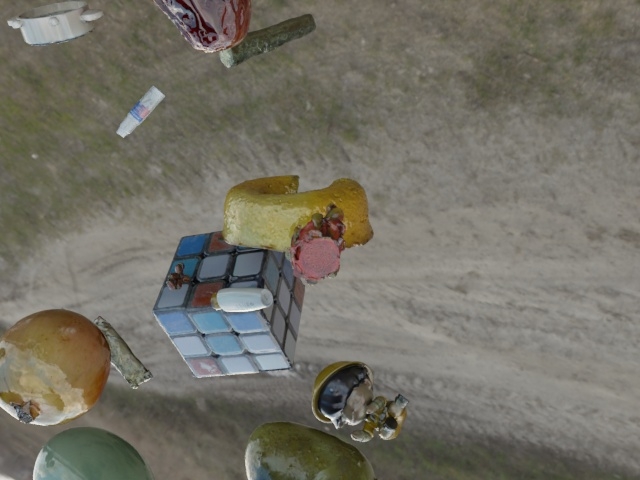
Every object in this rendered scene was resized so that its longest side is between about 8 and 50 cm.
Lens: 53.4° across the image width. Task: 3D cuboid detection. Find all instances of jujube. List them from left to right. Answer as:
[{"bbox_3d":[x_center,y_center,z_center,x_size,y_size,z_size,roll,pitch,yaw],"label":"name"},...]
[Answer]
[{"bbox_3d":[-0.195,-0.426,0.983,0.190,0.190,0.255,10,133,36],"label":"jujube"}]

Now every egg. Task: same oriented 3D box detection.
[{"bbox_3d":[-0.448,0.492,1.271,0.282,0.203,0.203,35,155,24],"label":"egg"}]

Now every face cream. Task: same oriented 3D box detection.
[{"bbox_3d":[-0.386,-0.272,1.355,0.034,0.130,0.034,43,-175,-5],"label":"face cream"},{"bbox_3d":[-0.198,0.147,1.591,0.182,0.051,0.072,-9,127,39],"label":"face cream"}]

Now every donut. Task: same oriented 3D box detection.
[{"bbox_3d":[-0.083,-0.085,1.805,0.435,0.377,0.163,10,109,32],"label":"donut"}]

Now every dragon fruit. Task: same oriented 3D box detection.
[{"bbox_3d":[0.000,0.000,1.513,0.150,0.208,0.133,-3,146,46],"label":"dragon fruit"}]

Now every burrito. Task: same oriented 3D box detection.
[{"bbox_3d":[-0.418,0.232,1.317,0.171,0.051,0.042,50,156,-1],"label":"burrito"}]

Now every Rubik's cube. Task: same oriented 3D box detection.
[{"bbox_3d":[-0.276,0.192,2.033,0.359,0.363,0.362,-11,135,16],"label":"Rubik's cube"}]

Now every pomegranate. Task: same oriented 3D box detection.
[{"bbox_3d":[-0.435,0.202,1.019,0.191,0.191,0.191,25,151,15],"label":"pomegranate"}]

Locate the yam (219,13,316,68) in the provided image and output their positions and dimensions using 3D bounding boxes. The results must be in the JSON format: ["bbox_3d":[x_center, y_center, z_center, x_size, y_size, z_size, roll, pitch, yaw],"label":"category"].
[{"bbox_3d":[-0.118,-0.475,1.498,0.061,0.274,0.061,35,142,33],"label":"yam"}]

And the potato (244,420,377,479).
[{"bbox_3d":[-0.036,0.595,1.561,0.359,0.270,0.219,18,-176,34],"label":"potato"}]

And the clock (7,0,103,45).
[{"bbox_3d":[-0.573,-0.470,1.382,0.229,0.155,0.063,-1,124,14],"label":"clock"}]

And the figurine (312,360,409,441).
[{"bbox_3d":[0.100,0.424,1.670,0.257,0.192,0.167,29,-178,20],"label":"figurine"}]

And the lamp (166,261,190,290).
[{"bbox_3d":[-0.410,0.108,1.821,0.031,0.083,0.063,-20,108,37],"label":"lamp"}]
